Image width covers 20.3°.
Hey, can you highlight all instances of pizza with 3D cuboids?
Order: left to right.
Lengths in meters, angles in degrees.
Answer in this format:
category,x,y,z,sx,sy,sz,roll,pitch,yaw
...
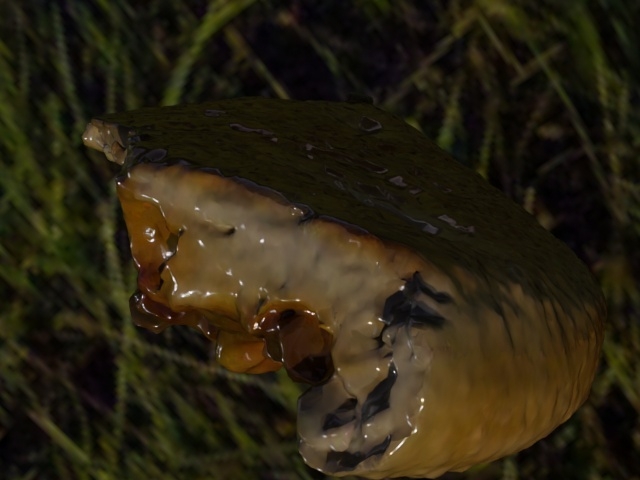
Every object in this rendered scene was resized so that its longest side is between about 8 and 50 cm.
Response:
category,x,y,z,sx,sy,sz,roll,pitch,yaw
pizza,0.006,0.002,0.454,0.271,0.134,0.056,-123,48,-72
